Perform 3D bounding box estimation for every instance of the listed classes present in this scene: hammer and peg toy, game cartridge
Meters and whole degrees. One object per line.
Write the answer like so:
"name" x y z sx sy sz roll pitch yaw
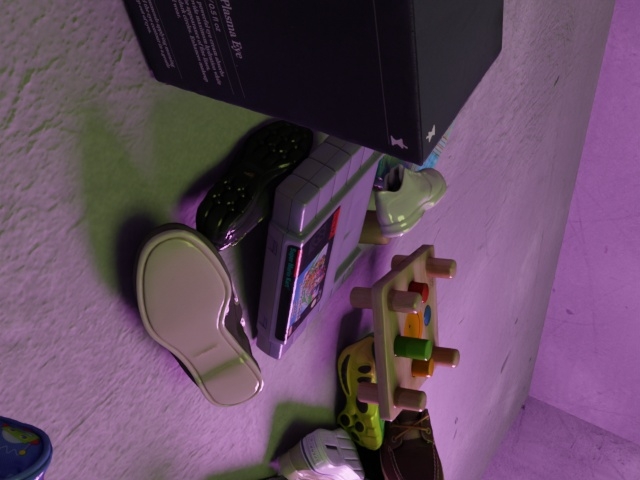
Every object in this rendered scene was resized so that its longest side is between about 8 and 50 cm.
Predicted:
"hammer and peg toy" 0.160 0.107 1.436 0.266 0.127 0.362 -30 120 -57
"game cartridge" 0.000 0.000 1.133 0.230 0.068 0.355 -53 164 -37

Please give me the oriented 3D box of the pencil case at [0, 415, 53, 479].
"pencil case" -0.338 0.309 0.737 0.133 0.119 0.306 -5 115 -53

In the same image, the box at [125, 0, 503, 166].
"box" -0.019 -0.277 0.667 0.179 0.312 0.343 -53 151 -28

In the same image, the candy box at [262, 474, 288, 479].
"candy box" -0.117 0.506 1.373 0.196 0.070 0.165 18 95 -64

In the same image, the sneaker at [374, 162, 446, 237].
"sneaker" 0.147 -0.092 1.326 0.212 0.080 0.094 -49 119 -53

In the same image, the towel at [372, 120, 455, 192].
"towel" 0.196 -0.238 1.427 0.370 0.040 0.271 -67 155 -1

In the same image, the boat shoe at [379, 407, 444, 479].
"boat shoe" 0.175 0.390 1.653 0.342 0.123 0.123 -97 177 -54

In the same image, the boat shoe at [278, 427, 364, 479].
"boat shoe" 0.005 0.420 1.532 0.094 0.109 0.302 -24 153 9

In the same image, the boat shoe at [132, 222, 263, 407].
"boat shoe" -0.153 0.084 0.974 0.112 0.096 0.335 -23 137 -7

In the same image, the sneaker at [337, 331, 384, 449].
"sneaker" 0.103 0.308 1.599 0.123 0.109 0.296 -39 142 -39

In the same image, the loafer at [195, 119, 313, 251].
"loafer" -0.082 -0.072 0.994 0.223 0.076 0.078 -53 171 -37

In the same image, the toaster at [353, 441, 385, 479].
"toaster" 0.099 0.517 1.699 0.168 0.185 0.110 -53 154 -44
